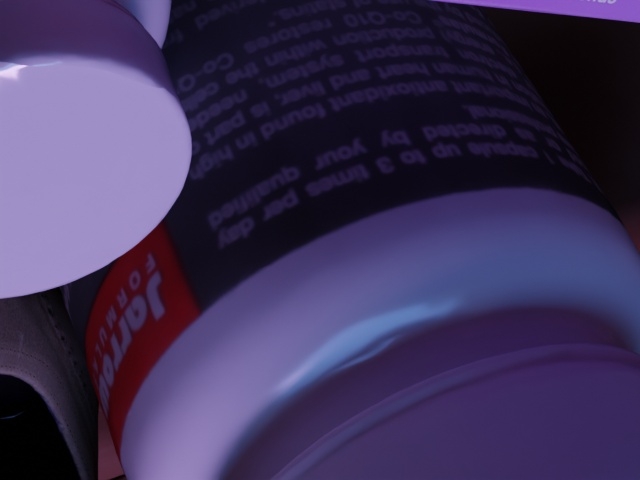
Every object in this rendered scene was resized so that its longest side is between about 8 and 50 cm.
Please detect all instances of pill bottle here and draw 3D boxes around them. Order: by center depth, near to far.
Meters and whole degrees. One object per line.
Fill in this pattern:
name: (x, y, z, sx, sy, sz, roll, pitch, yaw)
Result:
pill bottle: (-0.100, -0.077, 0.397, 0.108, 0.180, 0.108, -16, 144, -12)
pill bottle: (0.000, 0.000, 0.469, 0.161, 0.283, 0.161, -17, 144, -13)

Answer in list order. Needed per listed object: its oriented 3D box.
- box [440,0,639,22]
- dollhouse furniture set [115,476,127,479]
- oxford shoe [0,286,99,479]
box: (0.050, -0.140, 0.393, 0.293, 0.201, 0.057, 1, 137, -32)
dollhouse furniture set: (-0.048, 0.227, 0.755, 0.259, 0.262, 0.135, -23, 143, -13)
oxford shoe: (-0.181, 0.009, 0.501, 0.123, 0.130, 0.348, -37, 144, 15)
